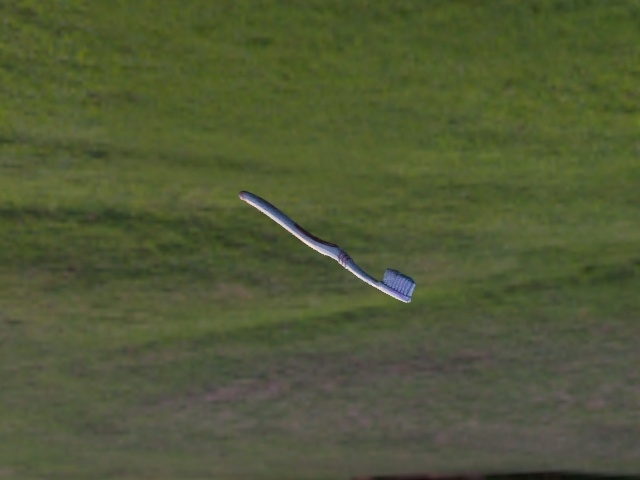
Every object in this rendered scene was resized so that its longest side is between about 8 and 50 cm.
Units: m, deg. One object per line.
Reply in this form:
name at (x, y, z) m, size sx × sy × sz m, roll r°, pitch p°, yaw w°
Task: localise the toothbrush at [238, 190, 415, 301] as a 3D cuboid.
toothbrush at (0.000, 0.000, 0.982) m, size 0.193 × 0.019 × 0.013 m, roll 30°, pitch -167°, yaw 39°
